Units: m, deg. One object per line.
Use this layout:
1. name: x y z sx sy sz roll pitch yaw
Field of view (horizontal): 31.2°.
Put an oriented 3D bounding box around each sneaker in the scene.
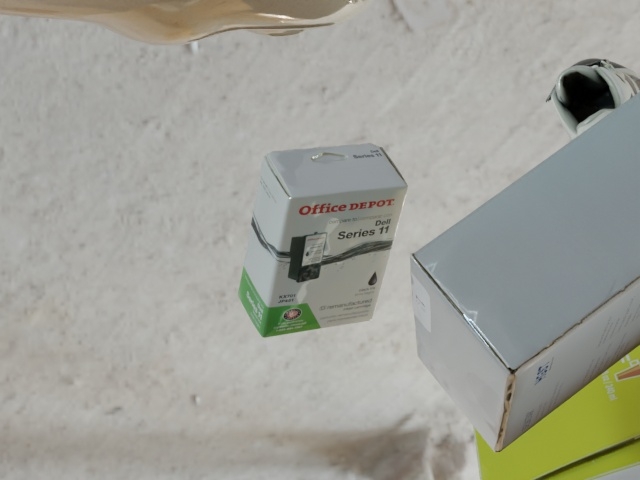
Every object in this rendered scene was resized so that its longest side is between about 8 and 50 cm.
1. sneaker: 0.376 -0.200 1.563 0.122 0.331 0.146 -34 115 17

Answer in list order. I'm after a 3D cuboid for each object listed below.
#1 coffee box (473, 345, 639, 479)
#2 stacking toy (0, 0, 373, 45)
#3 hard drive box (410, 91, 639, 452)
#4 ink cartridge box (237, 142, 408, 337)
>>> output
1. coffee box: 0.343 0.210 1.041 0.338 0.338 0.334 -22 113 13
2. stacking toy: -0.119 -0.363 0.657 0.350 0.350 0.480 1 104 -17
3. hard drive box: 0.173 0.009 0.693 0.232 0.089 0.181 -35 158 -10
4. ink cartridge box: 0.000 0.000 1.323 0.153 0.087 0.208 -7 131 -24
